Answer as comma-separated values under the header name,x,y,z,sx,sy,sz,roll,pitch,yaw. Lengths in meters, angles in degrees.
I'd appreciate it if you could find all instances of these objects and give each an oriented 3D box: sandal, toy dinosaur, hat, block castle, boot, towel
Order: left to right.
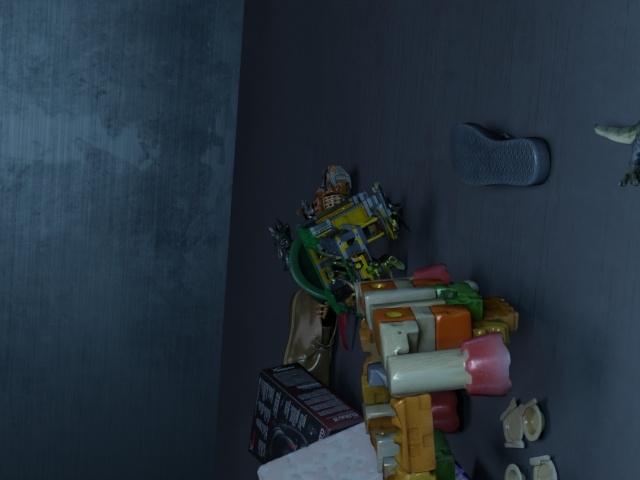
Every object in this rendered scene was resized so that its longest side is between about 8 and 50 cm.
name,x,y,z,sx,sy,sz,roll,pitch,yaw
boot,-0.014,0.248,2.472,0.115,0.112,0.305,-27,60,56
toy dinosaur,0.000,0.000,2.394,0.218,0.164,0.322,-5,61,57
hat,0.001,0.101,2.322,0.183,0.173,0.208,112,161,-57
towel,0.066,0.452,1.842,0.332,0.317,0.053,-115,3,-57
block castle,0.183,0.221,1.590,0.453,0.213,0.303,-110,15,-76
sandal,0.278,-0.126,1.654,0.254,0.054,0.097,-152,59,-61
toy dinosaur,0.394,-0.125,1.243,0.268,0.064,0.118,136,141,-69

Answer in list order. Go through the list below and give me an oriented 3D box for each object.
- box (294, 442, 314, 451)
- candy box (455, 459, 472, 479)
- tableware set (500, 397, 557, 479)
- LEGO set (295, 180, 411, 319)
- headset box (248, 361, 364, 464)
name,x,y,z,sx,sy,sz,roll,pitch,yaw
box,0.036,0.481,1.922,0.270,0.216,0.060,-73,-30,-49
candy box,0.185,0.443,1.645,0.070,0.165,0.196,65,173,-22
tableware set,0.297,0.307,1.556,0.141,0.020,0.169,129,140,-63
LEGO set,0.107,0.024,2.061,0.255,0.192,0.331,63,166,-4
headset box,-0.023,0.431,2.322,0.293,0.110,0.218,33,122,46
